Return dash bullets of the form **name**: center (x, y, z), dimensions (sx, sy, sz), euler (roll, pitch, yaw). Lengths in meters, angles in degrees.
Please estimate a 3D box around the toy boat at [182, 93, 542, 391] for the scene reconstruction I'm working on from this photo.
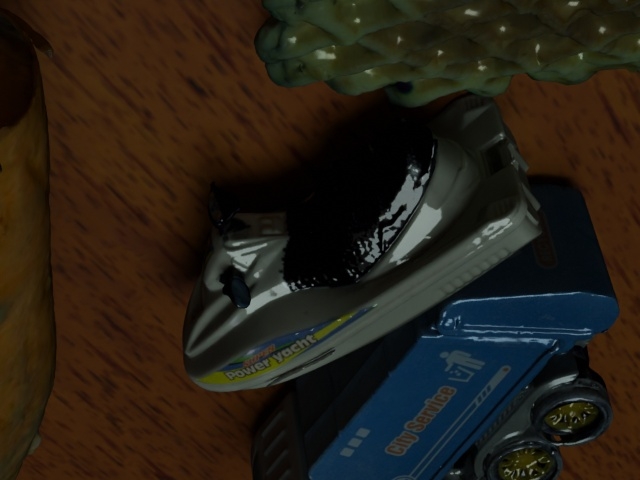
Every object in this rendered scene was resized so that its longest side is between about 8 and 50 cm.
- **toy boat**: center (0.008, 0.001, 1.175), dimensions (0.269, 0.141, 0.141), euler (-22, 139, 12)

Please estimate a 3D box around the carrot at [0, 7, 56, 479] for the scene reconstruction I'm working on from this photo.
- **carrot**: center (-0.268, 0.032, 1.063), dimensions (0.224, 0.224, 0.340), euler (-3, 134, -13)

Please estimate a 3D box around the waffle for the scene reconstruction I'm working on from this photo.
- **waffle**: center (0.109, -0.145, 1.018), dimensions (0.292, 0.056, 0.309), euler (-5, 168, -8)

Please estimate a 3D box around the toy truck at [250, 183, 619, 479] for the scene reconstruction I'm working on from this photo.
- **toy truck**: center (0.082, 0.116, 1.319), dimensions (0.175, 0.146, 0.367), euler (19, 127, -23)
